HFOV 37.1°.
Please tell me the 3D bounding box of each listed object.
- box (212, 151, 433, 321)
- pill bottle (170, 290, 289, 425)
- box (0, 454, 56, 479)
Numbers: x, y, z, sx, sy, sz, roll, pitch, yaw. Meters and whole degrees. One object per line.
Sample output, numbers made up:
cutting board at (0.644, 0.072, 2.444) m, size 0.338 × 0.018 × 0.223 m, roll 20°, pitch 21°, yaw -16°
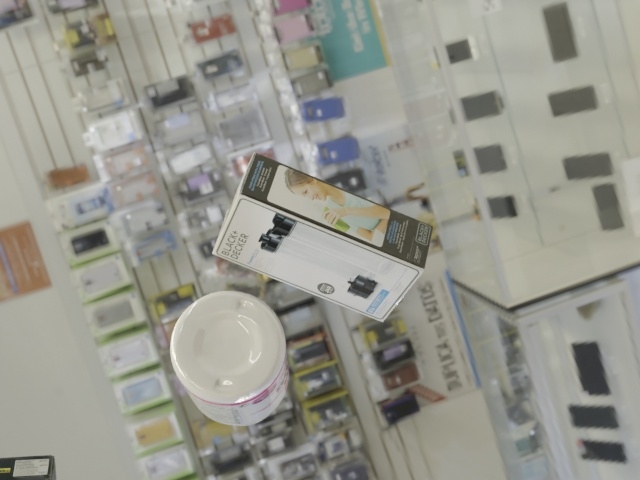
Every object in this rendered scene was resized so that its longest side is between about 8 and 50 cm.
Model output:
box at (0.000, 0.000, 1.423) m, size 0.169 × 0.290 × 0.087 m, roll 123°, pitch 167°, yaw -52°
pill bottle at (-0.128, 0.189, 1.432) m, size 0.283 × 0.160 × 0.160 m, roll 91°, pitch 159°, yaw -70°
box at (-0.483, 0.392, 1.323) m, size 0.059 × 0.232 × 0.183 m, roll -111°, pitch 22°, yaw -62°
